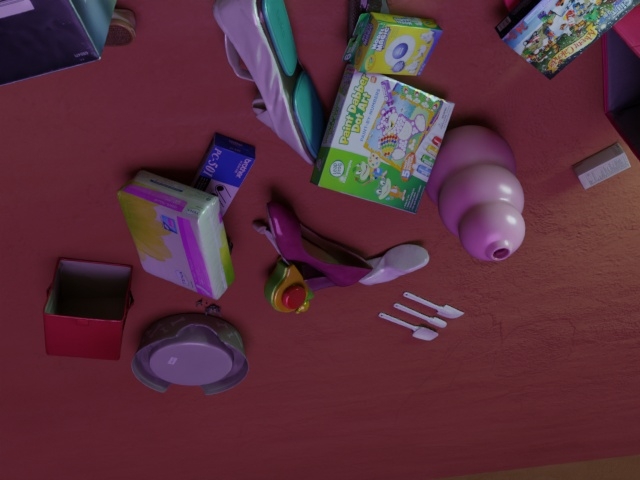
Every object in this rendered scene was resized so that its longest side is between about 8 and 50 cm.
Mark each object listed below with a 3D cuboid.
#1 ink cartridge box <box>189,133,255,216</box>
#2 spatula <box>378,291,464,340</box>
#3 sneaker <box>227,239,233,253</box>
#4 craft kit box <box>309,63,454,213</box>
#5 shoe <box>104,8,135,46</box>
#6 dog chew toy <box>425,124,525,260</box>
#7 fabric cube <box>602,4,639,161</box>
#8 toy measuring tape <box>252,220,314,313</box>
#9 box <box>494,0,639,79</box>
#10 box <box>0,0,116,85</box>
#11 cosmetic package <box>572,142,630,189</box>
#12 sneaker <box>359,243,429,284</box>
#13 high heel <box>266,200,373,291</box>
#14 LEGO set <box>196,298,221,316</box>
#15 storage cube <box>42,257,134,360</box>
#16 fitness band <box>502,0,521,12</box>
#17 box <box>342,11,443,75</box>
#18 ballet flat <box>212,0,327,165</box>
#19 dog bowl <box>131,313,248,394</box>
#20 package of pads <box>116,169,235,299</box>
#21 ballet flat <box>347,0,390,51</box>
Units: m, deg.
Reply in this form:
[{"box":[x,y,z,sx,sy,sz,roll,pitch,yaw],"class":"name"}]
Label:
[{"box":[-0.233,-0.141,1.331,0.097,0.046,0.207,18,132,-24],"class":"ink cartridge box"},{"box":[0.310,0.240,1.830,0.242,0.019,0.168,23,131,-28],"class":"spatula"},{"box":[-0.262,0.002,1.481,0.078,0.067,0.188,-16,139,-22],"class":"sneaker"},{"box":[0.129,-0.204,1.206,0.246,0.061,0.250,14,100,-23],"class":"craft kit box"},{"box":[-0.439,-0.383,1.047,0.219,0.058,0.076,-1,157,0],"class":"shoe"},{"box":[0.337,-0.094,1.244,0.206,0.332,0.207,-4,137,-4],"class":"dog chew toy"},{"box":[0.723,-0.310,1.116,0.258,0.259,0.254,-17,135,11],"class":"fabric cube"},{"box":[-0.121,0.096,1.549,0.121,0.121,0.330,-20,131,14],"class":"toy measuring tape"},{"box":[0.457,-0.420,1.051,0.159,0.044,0.233,23,130,-32],"class":"box"},{"box":[-0.430,-0.433,0.811,0.182,0.294,0.296,-13,137,3],"class":"box"},{"box":[0.678,-0.179,1.410,0.115,0.041,0.060,-28,134,22],"class":"cosmetic package"},{"box":[0.204,0.075,1.610,0.212,0.080,0.094,-17,148,21],"class":"sneaker"},{"box":[0.000,0.000,1.466,0.181,0.127,0.377,-18,146,11],"class":"high heel"},{"box":[-0.323,0.196,1.706,0.054,0.023,0.083,-25,121,16],"class":"LEGO set"},{"box":[-0.605,0.185,1.534,0.214,0.184,0.193,8,136,-16],"class":"storage cube"},{"box":[0.448,-0.509,1.023,0.209,0.054,0.291,14,134,-25],"class":"fitness band"},{"box":[0.133,-0.367,1.096,0.179,0.043,0.105,-6,141,-30],"class":"box"},{"box":[-0.091,-0.308,1.126,0.139,0.139,0.400,-15,138,9],"class":"ballet flat"},{"box":[-0.397,0.353,1.802,0.348,0.102,0.349,-4,137,-4],"class":"dog bowl"},{"box":[-0.334,-0.008,1.361,0.229,0.101,0.297,19,140,18],"class":"package of pads"},{"box":[0.081,-0.437,1.056,0.084,0.058,0.250,-23,145,-14],"class":"ballet flat"}]
